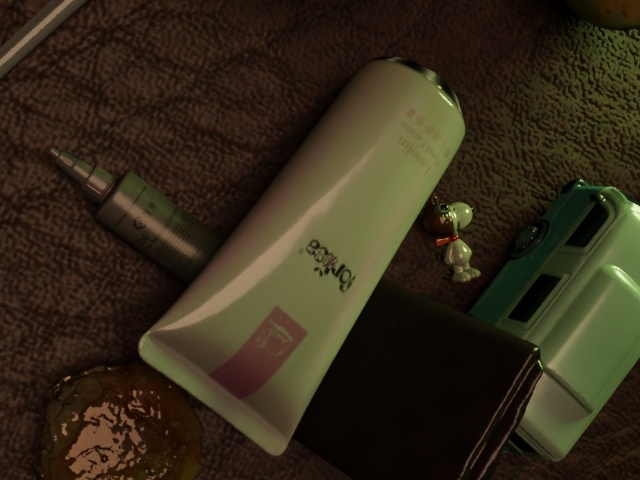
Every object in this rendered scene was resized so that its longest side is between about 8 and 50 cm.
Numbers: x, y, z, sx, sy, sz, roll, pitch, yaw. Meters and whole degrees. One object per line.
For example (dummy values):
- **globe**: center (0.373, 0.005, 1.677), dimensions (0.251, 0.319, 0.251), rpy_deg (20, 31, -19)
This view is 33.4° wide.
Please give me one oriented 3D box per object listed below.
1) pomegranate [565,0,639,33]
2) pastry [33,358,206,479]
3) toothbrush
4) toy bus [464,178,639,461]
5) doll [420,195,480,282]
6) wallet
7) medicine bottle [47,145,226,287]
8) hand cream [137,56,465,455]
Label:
- **pomegranate**: center (0.327, -0.292, 1.025), dimensions (0.215, 0.215, 0.215), rpy_deg (0, 90, -18)
- **pastry**: center (-0.175, 0.180, 0.938), dimensions (0.153, 0.081, 0.153), rpy_deg (1, 86, -15)
- **toothbrush**: center (-0.285, -0.144, 0.930), dimensions (0.030, 0.025, 0.342), rpy_deg (45, 78, -20)
- **toy bus**: center (0.238, 0.074, 1.024), dimensions (0.133, 0.165, 0.271), rpy_deg (42, 79, -13)
- **doll**: center (0.128, -0.001, 1.057), dimensions (0.058, 0.040, 0.085), rpy_deg (0, 90, -28)
- **wallet**: center (0.069, 0.135, 0.954), dimensions (0.182, 0.229, 0.049), rpy_deg (-58, 137, -8)
- **medicine bottle**: center (-0.160, -0.021, 0.954), dimensions (0.199, 0.057, 0.058), rpy_deg (38, 80, -14)
- **hand cream**: center (0.000, 0.000, 0.953), dimensions (0.185, 0.118, 0.359), rpy_deg (44, 71, -34)
